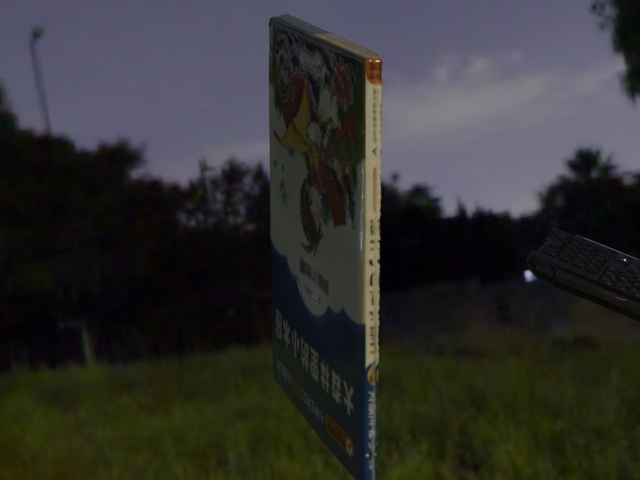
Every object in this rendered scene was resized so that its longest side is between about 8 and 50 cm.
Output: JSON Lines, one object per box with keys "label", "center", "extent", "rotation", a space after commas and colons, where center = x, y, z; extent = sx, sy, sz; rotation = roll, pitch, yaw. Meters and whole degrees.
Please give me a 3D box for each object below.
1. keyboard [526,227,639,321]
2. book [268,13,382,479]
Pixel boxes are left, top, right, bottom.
{"label": "keyboard", "center": [0.282, 0.053, 1.012], "extent": [0.262, 0.016, 0.106], "rotation": [23, 25, 16]}
{"label": "book", "center": [0.000, 0.000, 1.058], "extent": [0.018, 0.322, 0.228], "rotation": [-5, 17, -17]}
